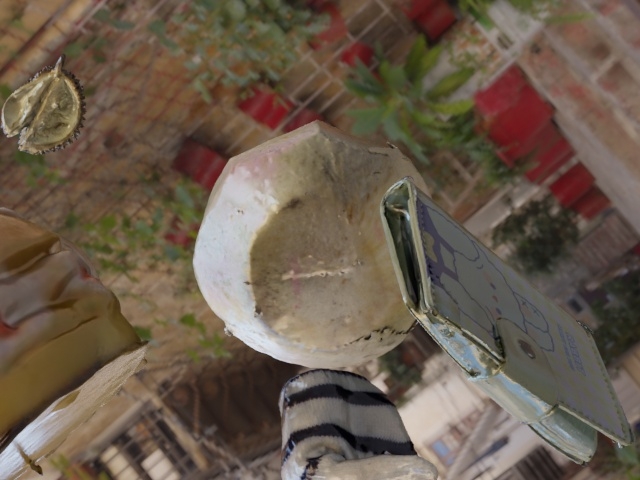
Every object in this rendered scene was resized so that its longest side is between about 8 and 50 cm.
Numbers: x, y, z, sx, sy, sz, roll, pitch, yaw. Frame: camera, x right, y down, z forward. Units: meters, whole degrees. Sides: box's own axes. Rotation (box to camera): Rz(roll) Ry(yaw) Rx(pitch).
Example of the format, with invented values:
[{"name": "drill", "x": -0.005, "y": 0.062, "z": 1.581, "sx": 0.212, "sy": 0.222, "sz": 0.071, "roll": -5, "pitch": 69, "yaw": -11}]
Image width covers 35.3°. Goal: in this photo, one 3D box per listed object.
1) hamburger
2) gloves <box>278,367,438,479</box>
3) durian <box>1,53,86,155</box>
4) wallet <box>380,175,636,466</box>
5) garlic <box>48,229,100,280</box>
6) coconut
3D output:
[{"name": "hamburger", "x": -0.307, "y": 0.093, "z": 0.859, "sx": 0.237, "sy": 0.276, "sz": 0.276, "roll": 46, "pitch": -165, "yaw": 5}, {"name": "gloves", "x": 0.041, "y": 0.223, "z": 0.883, "sx": 0.140, "sy": 0.131, "sz": 0.218, "roll": 66, "pitch": -175, "yaw": -59}, {"name": "durian", "x": -0.361, "y": -0.181, "z": 1.346, "sx": 0.110, "sy": 0.140, "sz": 0.071, "roll": 22, "pitch": -175, "yaw": -2}, {"name": "wallet", "x": 0.191, "y": 0.088, "z": 1.065, "sx": 0.309, "sy": 0.077, "sz": 0.223, "roll": 37, "pitch": -150, "yaw": -25}, {"name": "garlic", "x": -0.513, "y": 0.134, "z": 1.694, "sx": 0.286, "sy": 0.313, "sz": 0.249, "roll": 97, "pitch": 166, "yaw": -50}, {"name": "coconut", "x": 0.000, "y": 0.000, "z": 1.373, "sx": 0.352, "sy": 0.352, "sz": 0.352, "roll": 44, "pitch": -164, "yaw": -16}]
